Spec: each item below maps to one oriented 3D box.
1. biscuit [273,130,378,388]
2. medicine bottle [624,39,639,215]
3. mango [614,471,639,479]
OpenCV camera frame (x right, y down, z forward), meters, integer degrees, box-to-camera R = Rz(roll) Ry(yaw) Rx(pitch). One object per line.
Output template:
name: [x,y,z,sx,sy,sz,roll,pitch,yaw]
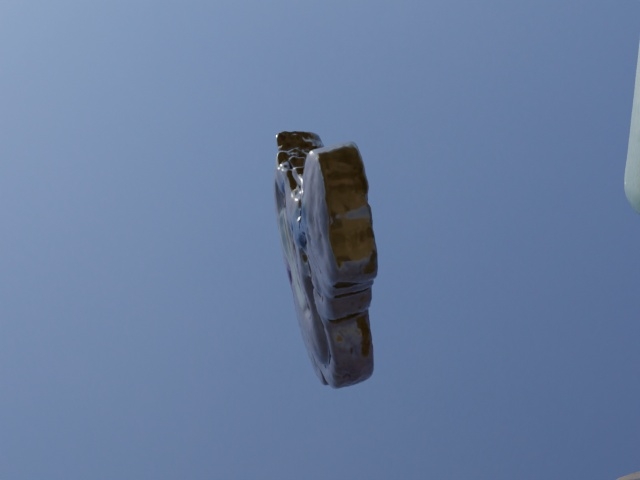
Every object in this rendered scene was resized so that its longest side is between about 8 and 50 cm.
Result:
biscuit: [0.001,0.008,0.792,0.047,0.320,0.183,-14,-95,-7]
medicine bottle: [0.272,-0.149,0.536,0.245,0.290,0.245,0,-162,0]
mango: [0.194,0.205,0.732,0.137,0.195,0.098,-44,-116,0]
